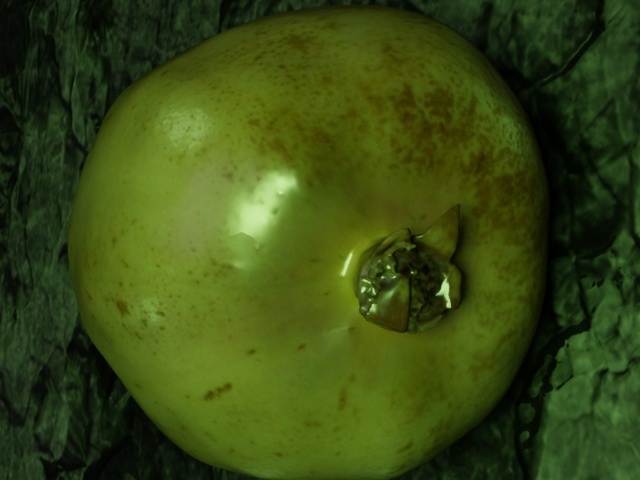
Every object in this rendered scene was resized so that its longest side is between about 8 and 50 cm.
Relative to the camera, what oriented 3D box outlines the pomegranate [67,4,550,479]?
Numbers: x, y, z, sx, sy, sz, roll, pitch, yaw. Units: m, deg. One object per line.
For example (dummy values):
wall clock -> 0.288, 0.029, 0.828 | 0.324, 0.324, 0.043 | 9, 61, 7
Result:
pomegranate -> 0.000, 0.000, 0.944 | 0.319, 0.319, 0.319 | -13, 74, 52
